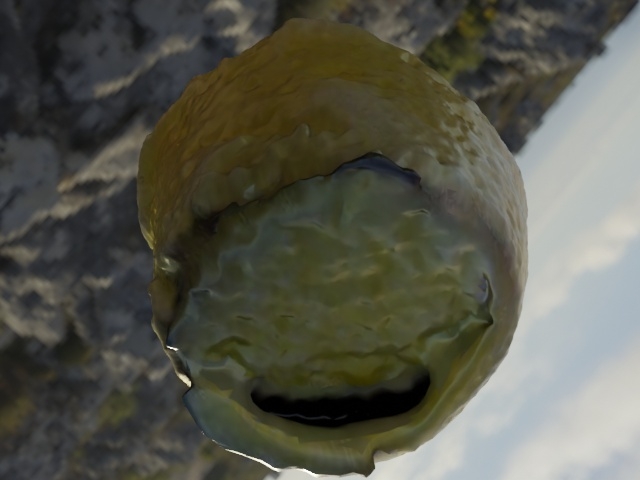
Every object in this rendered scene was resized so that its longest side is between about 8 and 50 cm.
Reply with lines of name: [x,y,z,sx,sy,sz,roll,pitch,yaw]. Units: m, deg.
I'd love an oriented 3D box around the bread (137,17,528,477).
bread: [0.002,0.002,0.738,0.197,0.197,0.170,-51,-169,19]
